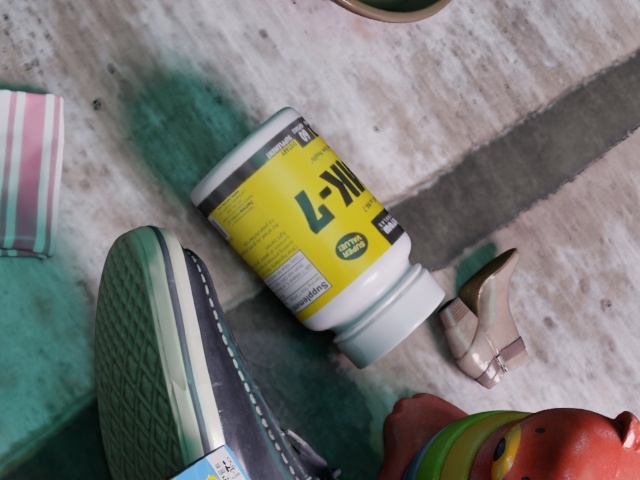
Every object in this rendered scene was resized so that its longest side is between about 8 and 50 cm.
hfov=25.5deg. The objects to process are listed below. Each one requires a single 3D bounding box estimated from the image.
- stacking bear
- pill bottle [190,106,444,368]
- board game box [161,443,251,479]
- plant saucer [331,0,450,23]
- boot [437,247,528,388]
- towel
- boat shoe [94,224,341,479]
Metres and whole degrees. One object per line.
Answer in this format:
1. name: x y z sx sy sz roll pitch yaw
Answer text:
1. stacking bear: 0.151 0.199 1.098 0.164 0.289 0.175 31 67 -9
2. pill bottle: 0.000 0.000 1.196 0.208 0.119 0.119 48 65 -2
3. board game box: -0.207 0.266 0.876 0.308 0.302 0.086 -33 86 17
4. plant saucer: 0.032 -0.327 1.301 0.278 0.041 0.278 14 68 -39
5. boot: 0.160 0.073 1.279 0.118 0.042 0.087 -39 97 -24
6. towel: -0.308 -0.062 1.152 0.197 0.029 0.144 5 74 -19
7. boat shoe: -0.045 0.223 1.088 0.156 0.187 0.500 -19 87 -29
